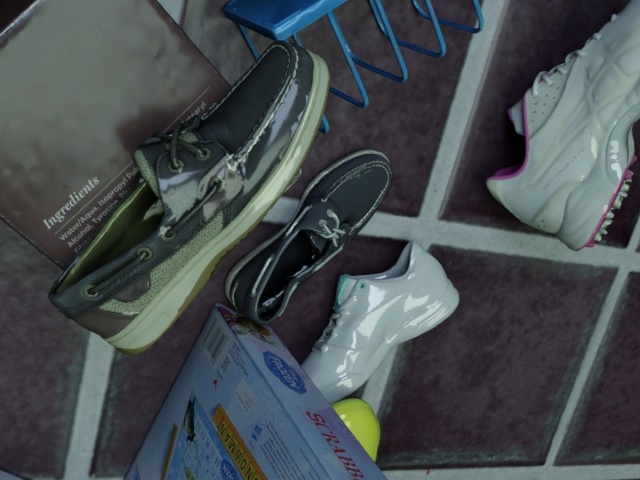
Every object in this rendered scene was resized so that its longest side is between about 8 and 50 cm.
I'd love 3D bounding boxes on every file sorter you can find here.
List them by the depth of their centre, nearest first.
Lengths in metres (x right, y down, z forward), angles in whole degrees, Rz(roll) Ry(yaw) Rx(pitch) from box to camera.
[{"bbox_3d":[0.030,-0.182,0.628,0.170,0.118,0.105,-34,123,-9],"label":"file sorter"}]

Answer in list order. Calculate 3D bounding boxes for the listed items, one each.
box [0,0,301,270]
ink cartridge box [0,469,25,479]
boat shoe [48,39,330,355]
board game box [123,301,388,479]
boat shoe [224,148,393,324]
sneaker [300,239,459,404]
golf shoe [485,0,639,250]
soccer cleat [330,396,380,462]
[{"bbox_3d":[-0.156,-0.082,0.551,0.167,0.168,0.203,-43,122,-2],"label":"box"},{"bbox_3d":[-0.364,0.280,0.585,0.270,0.197,0.198,38,91,-31],"label":"ink cartridge box"},{"bbox_3d":[-0.081,-0.031,0.460,0.073,0.080,0.224,31,100,-37],"label":"boat shoe"},{"bbox_3d":[-0.088,0.261,0.635,0.065,0.318,0.318,24,100,-31],"label":"board game box"},{"bbox_3d":[0.000,0.000,0.717,0.206,0.065,0.075,-44,121,-3],"label":"boat shoe"},{"bbox_3d":[0.034,0.083,0.772,0.212,0.080,0.094,-37,106,-11],"label":"sneaker"},{"bbox_3d":[0.261,-0.146,0.733,0.115,0.140,0.306,-18,130,-65],"label":"golf shoe"},{"bbox_3d":[0.018,0.277,0.771,0.093,0.121,0.289,-5,129,-22],"label":"soccer cleat"}]
